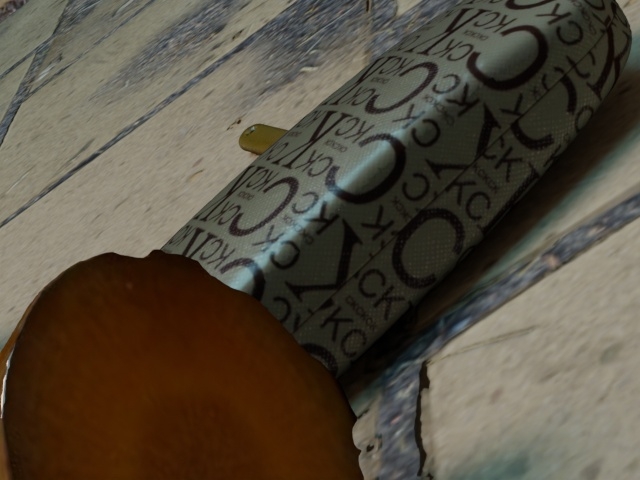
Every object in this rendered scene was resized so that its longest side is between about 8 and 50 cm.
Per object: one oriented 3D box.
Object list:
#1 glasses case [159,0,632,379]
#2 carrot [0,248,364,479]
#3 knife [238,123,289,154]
[{"bbox_3d":[0.000,0.000,0.843,0.354,0.085,0.137,-43,19,-12],"label":"glasses case"},{"bbox_3d":[-0.100,0.119,0.669,0.225,0.159,0.159,-35,16,43],"label":"carrot"},{"bbox_3d":[-0.002,-0.062,1.109,0.046,0.022,0.256,-39,17,-11],"label":"knife"}]
